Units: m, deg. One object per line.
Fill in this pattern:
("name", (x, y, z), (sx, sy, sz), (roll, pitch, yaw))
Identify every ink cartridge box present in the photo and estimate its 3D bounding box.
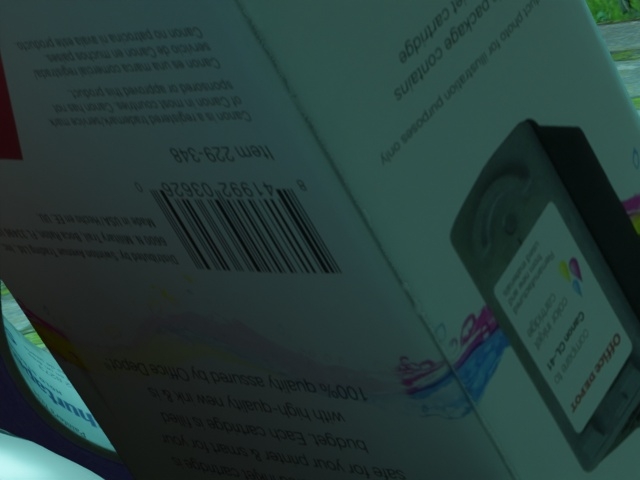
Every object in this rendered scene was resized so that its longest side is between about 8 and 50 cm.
("ink cartridge box", (0.000, 0.000, 0.686), (0.226, 0.306, 0.131), (3, 43, 47))

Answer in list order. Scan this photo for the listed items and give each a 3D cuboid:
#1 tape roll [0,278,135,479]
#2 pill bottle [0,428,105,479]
("tape roll", (-0.058, -0.003, 0.867), (0.275, 0.274, 0.090), (-15, 28, -15))
("pill bottle", (-0.138, 0.101, 0.377), (0.323, 0.181, 0.181), (16, 27, 41))
